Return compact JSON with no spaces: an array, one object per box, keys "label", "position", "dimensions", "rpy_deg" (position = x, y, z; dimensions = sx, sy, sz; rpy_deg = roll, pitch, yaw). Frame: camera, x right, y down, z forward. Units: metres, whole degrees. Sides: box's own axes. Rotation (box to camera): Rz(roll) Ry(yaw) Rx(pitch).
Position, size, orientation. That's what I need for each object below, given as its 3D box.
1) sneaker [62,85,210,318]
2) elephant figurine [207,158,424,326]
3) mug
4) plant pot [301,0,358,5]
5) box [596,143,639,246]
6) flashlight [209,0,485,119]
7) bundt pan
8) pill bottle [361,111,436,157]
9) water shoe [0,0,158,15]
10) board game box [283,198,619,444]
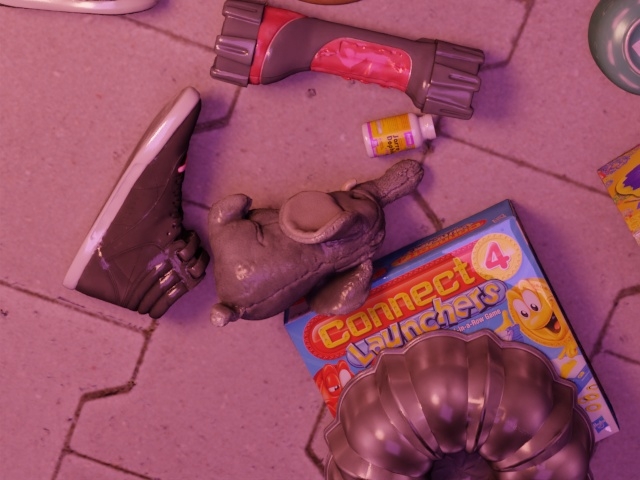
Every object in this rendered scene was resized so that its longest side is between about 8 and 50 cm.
[{"label":"sneaker","position":[-0.176,-0.035,1.858],"dimensions":[0.147,0.104,0.295],"rpy_deg":[29,110,-8]},{"label":"elephant figurine","position":[0.000,0.000,1.810],"dimensions":[0.239,0.169,0.186],"rpy_deg":[-11,77,14]},{"label":"mug","position":[0.388,-0.227,1.785],"dimensions":[0.158,0.097,0.129],"rpy_deg":[4,106,1]},{"label":"plant pot","position":[0.010,-0.383,1.787],"dimensions":[0.236,0.032,0.236],"rpy_deg":[1,106,2]},{"label":"box","position":[0.469,0.022,1.754],"dimensions":[0.177,0.290,0.279],"rpy_deg":[-31,102,10]},{"label":"flashlight","position":[0.030,-0.201,1.800],"dimensions":[0.304,0.103,0.103],"rpy_deg":[14,104,-1]},{"label":"bundt pan","position":[0.165,0.274,1.830],"dimensions":[0.331,0.124,0.330],"rpy_deg":[0,105,1]},{"label":"pill bottle","position":[0.092,-0.126,1.850],"dimensions":[0.083,0.043,0.043],"rpy_deg":[-13,105,5]},{"label":"water shoe","position":[-0.286,-0.302,1.797],"dimensions":[0.203,0.073,0.080],"rpy_deg":[4,102,0]},{"label":"board game box","position":[0.158,0.153,1.904],"dimensions":[0.308,0.086,0.302],"rpy_deg":[-26,104,9]}]
